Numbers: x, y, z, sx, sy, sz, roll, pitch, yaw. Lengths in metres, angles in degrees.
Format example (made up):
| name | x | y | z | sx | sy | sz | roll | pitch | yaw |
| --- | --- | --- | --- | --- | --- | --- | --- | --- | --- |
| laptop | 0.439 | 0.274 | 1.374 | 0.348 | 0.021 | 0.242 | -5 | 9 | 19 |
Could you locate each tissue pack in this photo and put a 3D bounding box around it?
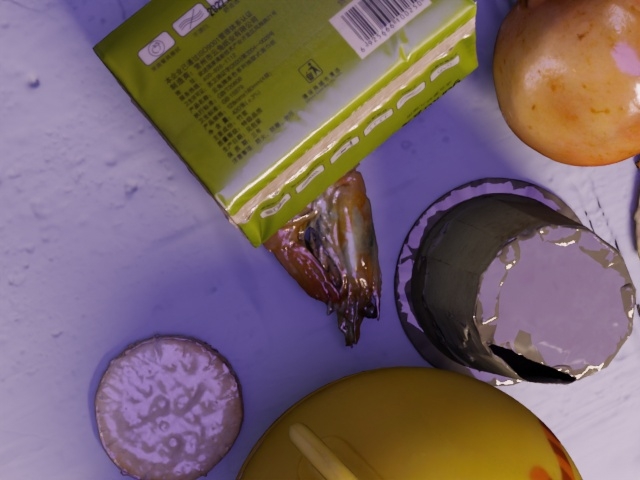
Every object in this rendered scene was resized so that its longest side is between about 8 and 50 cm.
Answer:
| name | x | y | z | sx | sy | sz | roll | pitch | yaw |
| --- | --- | --- | --- | --- | --- | --- | --- | --- | --- |
| tissue pack | -0.025 | -0.164 | 1.102 | 0.274 | 0.167 | 0.200 | -40 | 76 | -2 |

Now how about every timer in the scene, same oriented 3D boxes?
| name | x | y | z | sx | sy | sz | roll | pitch | yaw |
| --- | --- | --- | --- | --- | --- | --- | --- | --- | --- |
| timer | 0.080 | 0.282 | 1.054 | 0.376 | 0.387 | 0.376 | 0 | 91 | -8 |

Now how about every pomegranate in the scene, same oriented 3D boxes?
| name | x | y | z | sx | sy | sz | roll | pitch | yaw |
| --- | --- | --- | --- | --- | --- | --- | --- | --- | --- |
| pomegranate | 0.262 | -0.168 | 1.140 | 0.209 | 0.209 | 0.209 | -1 | 94 | -8 |

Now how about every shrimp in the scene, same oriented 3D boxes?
| name | x | y | z | sx | sy | sz | roll | pitch | yaw |
| --- | --- | --- | --- | --- | --- | --- | --- | --- | --- |
| shrimp | -0.001 | 0.000 | 1.192 | 0.115 | 0.051 | 0.217 | -15 | 94 | -2 |

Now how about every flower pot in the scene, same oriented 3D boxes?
| name | x | y | z | sx | sy | sz | roll | pitch | yaw |
| --- | --- | --- | --- | --- | --- | --- | --- | --- | --- |
| flower pot | 0.185 | 0.053 | 1.149 | 0.212 | 0.202 | 0.213 | -1 | 97 | -5 |

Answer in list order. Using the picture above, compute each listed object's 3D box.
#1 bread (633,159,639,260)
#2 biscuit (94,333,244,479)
| name | x | y | z | sx | sy | sz | roll | pitch | yaw |
| --- | --- | --- | --- | --- | --- | --- | --- | --- | --- |
| bread | 0.419 | -0.081 | 1.255 | 0.178 | 0.135 | 0.240 | 11 | 94 | 25 |
| biscuit | -0.147 | 0.165 | 1.199 | 0.152 | 0.020 | 0.152 | -1 | 94 | -7 |
